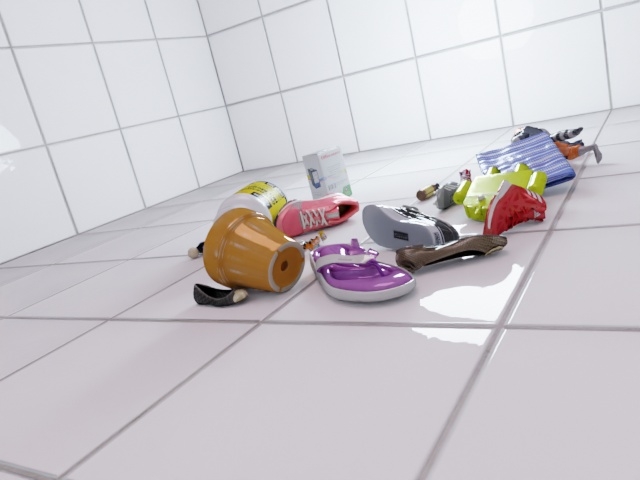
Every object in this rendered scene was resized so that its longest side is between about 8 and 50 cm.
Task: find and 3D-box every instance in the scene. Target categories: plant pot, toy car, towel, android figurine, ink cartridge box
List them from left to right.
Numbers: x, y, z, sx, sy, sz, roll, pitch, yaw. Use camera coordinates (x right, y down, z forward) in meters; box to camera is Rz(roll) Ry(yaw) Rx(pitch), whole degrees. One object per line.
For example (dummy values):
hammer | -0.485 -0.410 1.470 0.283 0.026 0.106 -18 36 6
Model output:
plant pot | -0.147 0.038 1.377 0.188 0.205 0.205 18 31 37
toy car | 0.000 0.000 1.652 0.060 0.040 0.122 -29 4 39
ink cartridge box | 0.029 -0.264 2.289 0.093 0.212 0.154 0 20 43
android figurine | 0.498 -0.135 1.577 0.248 0.056 0.273 -3 31 35
towel | 0.623 -0.236 1.750 0.243 0.040 0.336 -18 29 16

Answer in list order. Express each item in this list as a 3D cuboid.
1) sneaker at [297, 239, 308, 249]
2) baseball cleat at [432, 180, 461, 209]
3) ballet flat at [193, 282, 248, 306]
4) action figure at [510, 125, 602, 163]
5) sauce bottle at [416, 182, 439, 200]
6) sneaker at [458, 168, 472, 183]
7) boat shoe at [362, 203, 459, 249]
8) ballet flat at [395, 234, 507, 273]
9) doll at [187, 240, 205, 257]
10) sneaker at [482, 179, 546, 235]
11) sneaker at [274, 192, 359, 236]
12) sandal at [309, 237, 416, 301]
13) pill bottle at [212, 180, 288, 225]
sneaker | -0.065 0.018 1.664 0.083 0.031 0.037 -25 18 -36
baseball cleat | 0.427 -0.149 1.773 0.110 0.072 0.206 1 23 26
ballet flat | -0.248 0.130 1.368 0.173 0.049 0.057 -4 18 34
action figure | 0.808 -0.341 1.960 0.342 0.178 0.330 -21 26 -16
sauce bottle | 0.378 -0.173 1.971 0.042 0.042 0.128 -2 16 38
sneaker | 0.496 -0.207 1.935 0.042 0.066 0.118 -8 15 22
boat shoe | 0.227 -0.038 1.453 0.105 0.113 0.306 -14 15 -29
ballet flat | 0.292 0.031 1.253 0.250 0.058 0.084 -8 -21 1
doll | -0.367 0.013 1.932 0.189 0.046 0.129 -22 15 -30
sneaker | 0.481 -0.066 1.377 0.128 0.087 0.221 17 50 22
sneaker | -0.006 -0.091 1.861 0.314 0.115 0.136 -22 18 -29
sandal | 0.063 0.048 1.287 0.170 0.102 0.416 -19 15 -19
pill bottle | -0.232 -0.081 1.881 0.188 0.187 0.334 -10 15 14
